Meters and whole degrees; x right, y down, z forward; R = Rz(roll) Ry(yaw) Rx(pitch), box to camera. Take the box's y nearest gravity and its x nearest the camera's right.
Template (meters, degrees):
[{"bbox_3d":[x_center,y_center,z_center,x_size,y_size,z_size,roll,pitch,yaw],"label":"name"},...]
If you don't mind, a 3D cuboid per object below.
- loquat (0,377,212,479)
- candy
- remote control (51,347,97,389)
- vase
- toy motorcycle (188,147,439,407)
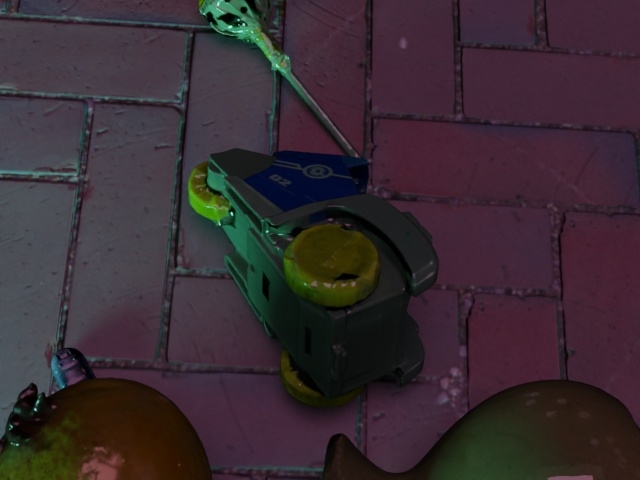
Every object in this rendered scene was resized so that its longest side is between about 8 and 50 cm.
[{"bbox_3d":[-0.212,0.239,1.085,0.244,0.244,0.244,2,65,-3],"label":"loquat"},{"bbox_3d":[-0.039,-0.215,1.414,0.091,0.083,0.305,-32,79,-35],"label":"candy"},{"bbox_3d":[-0.241,0.180,1.229,0.043,0.027,0.152,-26,72,-19],"label":"remote control"},{"bbox_3d":[0.178,0.312,1.111,0.302,0.241,0.329,-16,93,2],"label":"vase"},{"bbox_3d":[0.000,0.000,1.261,0.200,0.191,0.326,-19,50,-21],"label":"toy motorcycle"}]
